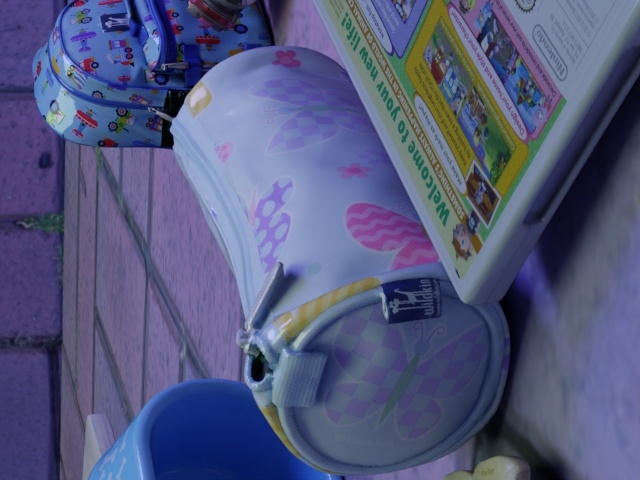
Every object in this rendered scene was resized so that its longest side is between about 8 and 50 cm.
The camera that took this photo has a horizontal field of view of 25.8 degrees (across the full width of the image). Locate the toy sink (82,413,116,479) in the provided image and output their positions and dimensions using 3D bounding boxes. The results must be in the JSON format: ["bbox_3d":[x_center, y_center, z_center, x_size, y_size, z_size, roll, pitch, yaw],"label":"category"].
[{"bbox_3d":[-0.095,0.252,1.055,0.234,0.131,0.153,-120,33,-51],"label":"toy sink"}]

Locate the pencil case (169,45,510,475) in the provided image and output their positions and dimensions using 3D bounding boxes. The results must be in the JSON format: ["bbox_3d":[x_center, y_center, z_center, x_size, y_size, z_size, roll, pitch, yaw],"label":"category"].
[{"bbox_3d":[0.000,0.000,0.719,0.273,0.124,0.113,-113,19,-55],"label":"pencil case"}]

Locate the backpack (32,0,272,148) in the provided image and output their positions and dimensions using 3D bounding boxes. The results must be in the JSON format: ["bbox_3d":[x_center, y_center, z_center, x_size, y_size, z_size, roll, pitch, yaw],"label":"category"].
[{"bbox_3d":[-0.137,-0.146,1.101,0.117,0.173,0.158,106,158,-45],"label":"backpack"}]

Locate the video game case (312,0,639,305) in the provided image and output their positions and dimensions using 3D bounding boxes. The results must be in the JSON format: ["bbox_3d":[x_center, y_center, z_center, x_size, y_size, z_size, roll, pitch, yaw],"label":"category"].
[{"bbox_3d":[0.065,-0.114,0.584,0.212,0.023,0.193,66,146,36],"label":"video game case"}]

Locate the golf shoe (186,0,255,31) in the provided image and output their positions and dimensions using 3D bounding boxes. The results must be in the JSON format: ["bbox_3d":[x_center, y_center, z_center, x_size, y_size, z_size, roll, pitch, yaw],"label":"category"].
[{"bbox_3d":[-0.063,-0.242,1.063,0.086,0.067,0.186,-38,41,30],"label":"golf shoe"}]

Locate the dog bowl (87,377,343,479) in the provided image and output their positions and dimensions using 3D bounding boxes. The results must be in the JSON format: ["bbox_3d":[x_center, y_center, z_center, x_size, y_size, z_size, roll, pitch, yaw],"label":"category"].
[{"bbox_3d":[-0.048,0.203,0.850,0.297,0.166,0.074,-109,35,-47],"label":"dog bowl"}]

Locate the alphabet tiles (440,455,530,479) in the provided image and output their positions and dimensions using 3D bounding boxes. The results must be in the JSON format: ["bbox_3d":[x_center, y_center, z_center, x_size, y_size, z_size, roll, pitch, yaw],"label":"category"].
[{"bbox_3d":[0.072,0.244,0.623,0.284,0.021,0.278,125,145,-70],"label":"alphabet tiles"}]
